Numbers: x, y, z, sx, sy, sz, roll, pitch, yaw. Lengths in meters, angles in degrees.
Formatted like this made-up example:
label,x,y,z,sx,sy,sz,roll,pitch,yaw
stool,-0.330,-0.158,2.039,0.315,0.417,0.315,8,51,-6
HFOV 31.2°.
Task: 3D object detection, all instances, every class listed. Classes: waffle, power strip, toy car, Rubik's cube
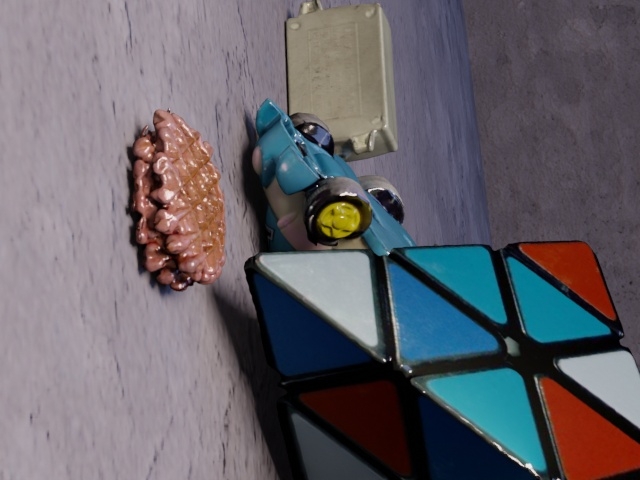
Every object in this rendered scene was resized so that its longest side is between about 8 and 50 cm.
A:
label,x,y,z,sx,sy,sz,roll,pitch,yaw
waffle,-0.064,-0.018,0.528,0.075,0.029,0.083,52,30,-67
power strip,0.016,-0.093,0.828,0.042,0.075,0.175,54,32,-64
toy car,0.000,0.000,0.715,0.161,0.098,0.126,39,14,-35
Rubik's cube,0.060,0.047,0.629,0.234,0.284,0.250,38,62,-27

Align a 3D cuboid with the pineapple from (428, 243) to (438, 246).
label,x,y,z,sx,sy,sz,roll,pitch,yaw
pineapple,0.122,0.088,1.021,0.166,0.166,0.193,-72,145,-63
